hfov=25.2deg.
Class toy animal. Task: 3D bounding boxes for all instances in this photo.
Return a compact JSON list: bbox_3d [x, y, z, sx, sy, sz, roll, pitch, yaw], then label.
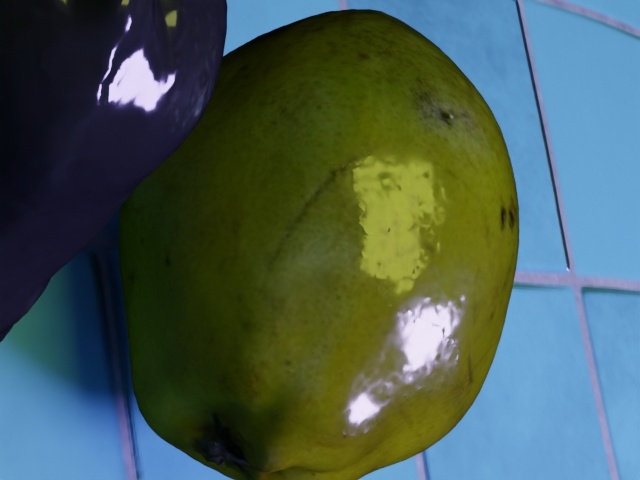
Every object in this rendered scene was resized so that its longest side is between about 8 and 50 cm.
[{"bbox_3d":[-0.141,-0.010,0.516,0.106,0.343,0.168,15,38,-29],"label":"toy animal"}]

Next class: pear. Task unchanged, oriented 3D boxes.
[{"bbox_3d":[0.000,0.000,0.733,0.212,0.212,0.269,43,52,-32],"label":"pear"}]
